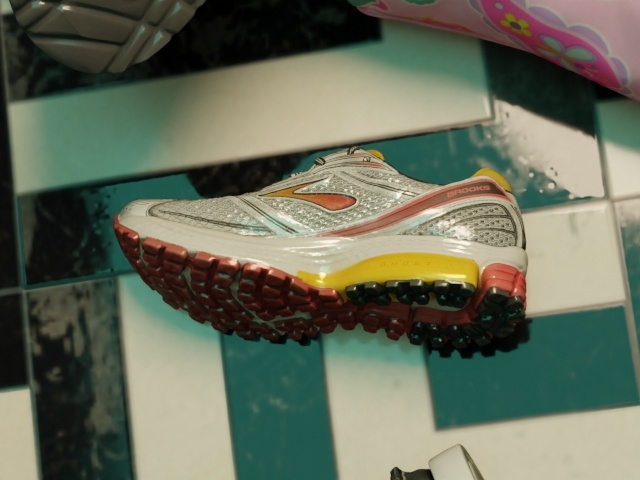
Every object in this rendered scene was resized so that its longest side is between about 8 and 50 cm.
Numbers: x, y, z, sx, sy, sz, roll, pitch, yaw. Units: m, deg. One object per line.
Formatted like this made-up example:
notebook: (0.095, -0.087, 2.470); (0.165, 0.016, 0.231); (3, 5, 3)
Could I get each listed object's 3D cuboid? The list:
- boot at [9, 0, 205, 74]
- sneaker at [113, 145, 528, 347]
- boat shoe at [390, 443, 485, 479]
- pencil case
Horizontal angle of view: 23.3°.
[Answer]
boot: (-0.043, -0.243, 0.802); (0.338, 0.222, 0.118); (-37, 118, 4)
sneaker: (0.000, 0.000, 0.832); (0.225, 0.088, 0.092); (4, 60, 10)
boat shoe: (0.089, 0.249, 0.742); (0.091, 0.114, 0.302); (-27, 58, 8)
pencil case: (0.146, -0.131, 0.806); (0.284, 0.124, 0.124); (24, 84, 11)
